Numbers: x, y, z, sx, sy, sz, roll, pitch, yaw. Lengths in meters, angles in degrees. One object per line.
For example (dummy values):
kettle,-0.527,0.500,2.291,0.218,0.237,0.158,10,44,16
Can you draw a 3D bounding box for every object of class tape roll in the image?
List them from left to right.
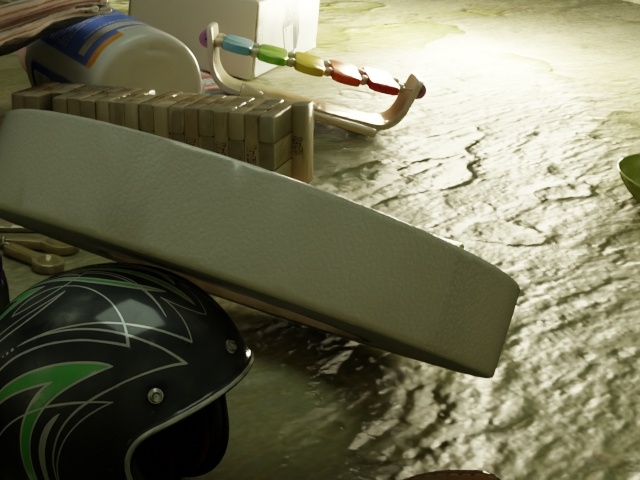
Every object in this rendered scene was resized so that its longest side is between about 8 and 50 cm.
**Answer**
tape roll,-0.051,0.008,0.862,0.392,0.072,0.392,18,-6,2

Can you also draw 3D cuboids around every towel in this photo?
towel,-0.444,-0.209,1.367,0.331,0.053,0.317,-10,15,38

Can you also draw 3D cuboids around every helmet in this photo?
helmet,-0.127,0.092,0.726,0.169,0.162,0.169,6,21,-2

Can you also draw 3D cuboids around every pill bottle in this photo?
pill bottle,-0.278,-0.217,1.508,0.152,0.152,0.272,-8,26,-35

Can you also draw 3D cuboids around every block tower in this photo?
block tower,-0.180,-0.113,1.301,0.335,0.091,0.097,5,18,14

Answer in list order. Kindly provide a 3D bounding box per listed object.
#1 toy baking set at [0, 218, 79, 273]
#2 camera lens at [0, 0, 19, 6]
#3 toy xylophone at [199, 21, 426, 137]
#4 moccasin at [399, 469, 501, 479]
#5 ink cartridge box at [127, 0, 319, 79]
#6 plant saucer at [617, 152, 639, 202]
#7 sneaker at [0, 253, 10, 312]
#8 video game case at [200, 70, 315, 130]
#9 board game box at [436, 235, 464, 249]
toy baking set,-0.343,-0.008,1.107,0.256,0.030,0.196,-11,27,-39
camera lens,-0.494,-0.508,2.032,0.219,0.274,0.219,6,21,-2
toy xylophone,-0.012,-0.215,1.625,0.322,0.081,0.236,12,14,-13
moccasin,0.092,0.212,0.515,0.147,0.139,0.380,-3,22,-21
ink cartridge box,-0.153,-0.373,1.987,0.223,0.129,0.307,12,21,15
plant saucer,0.487,-0.057,1.489,0.241,0.037,0.241,7,20,-2
sneaker,-0.258,0.070,0.833,0.083,0.098,0.224,2,21,-11
video game case,-0.174,-0.187,1.643,0.204,0.025,0.285,-12,28,-40
board game box,0.000,0.000,1.190,0.259,0.039,0.124,18,23,22
